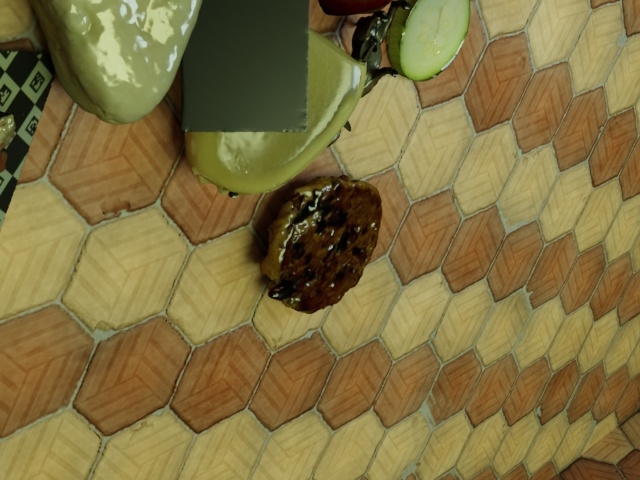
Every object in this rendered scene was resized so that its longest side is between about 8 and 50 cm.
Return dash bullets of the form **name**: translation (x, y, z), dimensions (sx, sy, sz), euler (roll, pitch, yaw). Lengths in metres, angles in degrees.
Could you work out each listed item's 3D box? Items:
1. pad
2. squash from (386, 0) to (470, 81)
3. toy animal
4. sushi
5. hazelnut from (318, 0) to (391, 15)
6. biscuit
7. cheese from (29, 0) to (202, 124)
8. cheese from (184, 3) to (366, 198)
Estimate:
- **pad**: translation (-0.114, -0.315, 1.469), dimensions (0.202, 0.005, 0.299), euler (-2, 98, -13)
- **squash**: translation (0.215, -0.419, 1.901), dimensions (0.219, 0.041, 0.219), euler (-31, 139, -32)
- **toy animal**: translation (0.067, -0.292, 1.693), dimensions (0.087, 0.260, 0.243), euler (30, 68, -14)
- **sushi**: translation (-0.441, -0.111, 1.272), dimensions (0.290, 0.050, 0.264), euler (-68, 166, 12)
- **hazelnut**: translation (0.060, -0.461, 1.587), dimensions (0.160, 0.201, 0.170), euler (15, 129, -24)
- **biscuit**: translation (-0.002, 0.004, 1.898), dimensions (0.334, 0.081, 0.289), euler (12, 104, -55)
- **cheese**: translation (-0.301, -0.286, 1.294), dimensions (0.251, 0.174, 0.247), euler (2, 103, -50)
- **cheese**: translation (-0.094, -0.215, 1.550), dimensions (0.259, 0.128, 0.316), euler (34, 97, -12)
